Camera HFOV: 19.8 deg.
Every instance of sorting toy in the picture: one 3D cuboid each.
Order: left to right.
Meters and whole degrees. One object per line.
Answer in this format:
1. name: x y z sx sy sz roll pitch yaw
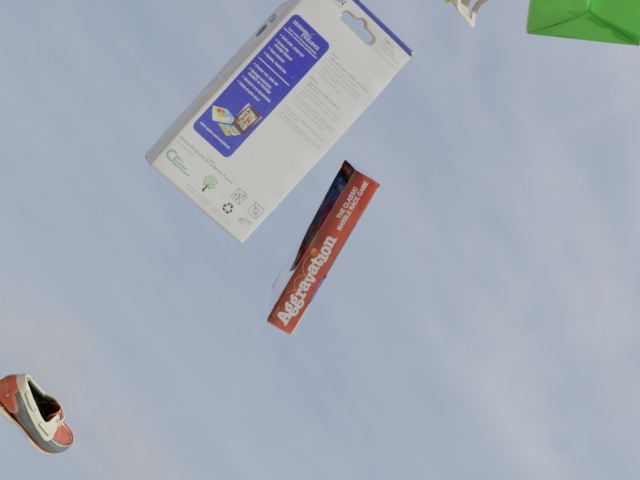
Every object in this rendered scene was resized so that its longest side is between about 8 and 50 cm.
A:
1. sorting toy: 0.146 -0.255 1.834 0.045 0.083 0.075 -1 -44 41

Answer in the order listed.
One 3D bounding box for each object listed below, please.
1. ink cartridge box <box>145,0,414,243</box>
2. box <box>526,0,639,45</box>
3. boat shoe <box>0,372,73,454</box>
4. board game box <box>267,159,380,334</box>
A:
1. ink cartridge box: -0.052 -0.172 2.325 0.165 0.332 0.065 43 3 -19
2. box: 0.281 -0.353 1.780 0.127 0.231 0.262 7 -20 5
3. boat shoe: -0.284 0.175 1.860 0.137 0.043 0.049 53 19 -49
4. board game box: 0.000 0.000 1.625 0.027 0.145 0.281 29 3 -3
